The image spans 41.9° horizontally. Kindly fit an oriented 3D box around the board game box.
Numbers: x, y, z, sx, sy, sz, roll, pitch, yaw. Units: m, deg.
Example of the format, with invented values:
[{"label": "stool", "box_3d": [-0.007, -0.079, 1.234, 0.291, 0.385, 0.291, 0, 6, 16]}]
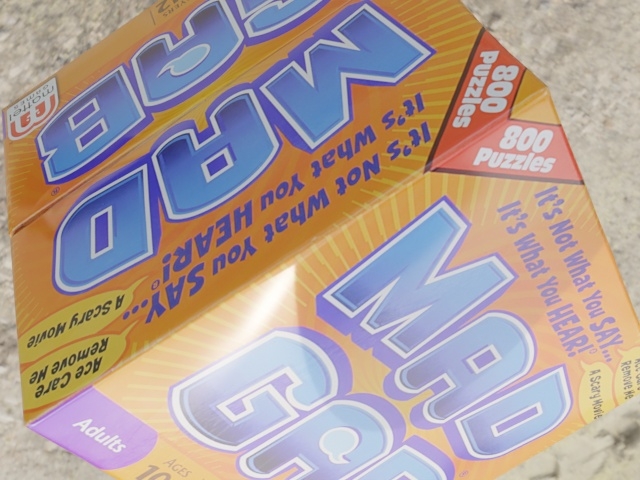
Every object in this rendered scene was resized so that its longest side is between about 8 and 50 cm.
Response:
[{"label": "board game box", "box_3d": [0.000, 0.000, 0.706, 0.356, 0.356, 0.356, -33, 134, 7]}]
